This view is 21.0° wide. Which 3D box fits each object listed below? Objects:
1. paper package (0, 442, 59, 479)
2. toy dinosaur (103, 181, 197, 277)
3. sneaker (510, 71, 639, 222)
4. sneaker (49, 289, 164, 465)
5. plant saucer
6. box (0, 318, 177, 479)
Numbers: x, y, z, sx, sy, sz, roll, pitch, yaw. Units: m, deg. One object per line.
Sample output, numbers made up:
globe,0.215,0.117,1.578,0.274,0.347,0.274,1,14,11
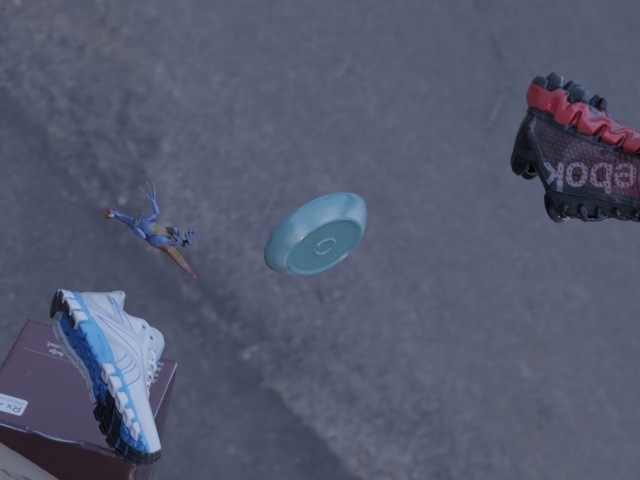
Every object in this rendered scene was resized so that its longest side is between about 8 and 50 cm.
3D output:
paper package,-0.260,0.265,1.344,0.309,0.168,0.325,29,-7,19
toy dinosaur,-0.162,-0.005,1.597,0.047,0.082,0.090,-32,122,-57
sneaker,0.305,-0.057,1.748,0.276,0.135,0.097,34,11,29
sneaker,-0.168,0.112,1.523,0.083,0.071,0.191,-10,54,-28
plant saucer,0.000,0.000,1.750,0.119,0.119,0.021,24,28,-54
box,-0.257,0.224,1.742,0.168,0.203,0.167,17,33,2
